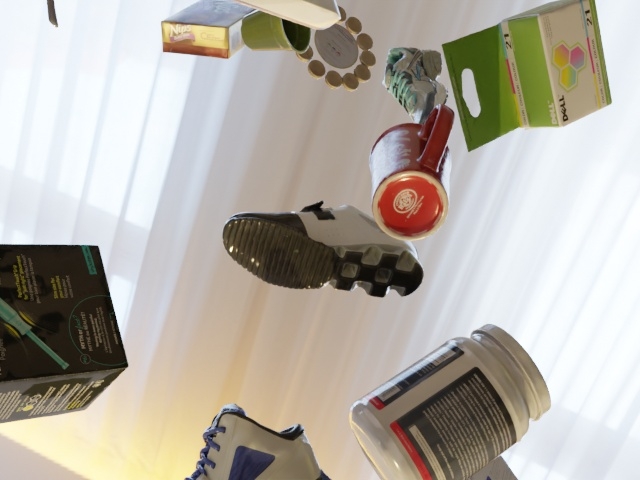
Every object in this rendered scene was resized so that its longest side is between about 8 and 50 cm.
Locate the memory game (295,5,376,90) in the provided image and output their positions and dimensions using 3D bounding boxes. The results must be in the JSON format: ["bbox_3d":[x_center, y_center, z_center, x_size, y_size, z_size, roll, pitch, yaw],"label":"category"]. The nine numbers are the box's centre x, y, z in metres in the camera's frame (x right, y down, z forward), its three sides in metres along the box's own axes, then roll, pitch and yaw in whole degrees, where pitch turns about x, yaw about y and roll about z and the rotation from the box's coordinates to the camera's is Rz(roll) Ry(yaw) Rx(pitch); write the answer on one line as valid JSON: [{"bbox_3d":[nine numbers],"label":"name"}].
[{"bbox_3d":[0.028,-0.375,1.433,0.186,0.186,0.012,9,161,-27],"label":"memory game"}]

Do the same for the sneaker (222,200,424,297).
[{"bbox_3d":[0.000,0.000,1.224,0.331,0.122,0.146,13,-143,-14],"label":"sneaker"}]

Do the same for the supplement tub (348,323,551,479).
[{"bbox_3d":[0.199,0.271,1.156,0.272,0.191,0.191,-30,-142,-13],"label":"supplement tub"}]

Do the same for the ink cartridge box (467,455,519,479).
[{"bbox_3d":[0.401,0.591,1.654,0.332,0.065,0.165,56,-144,-14],"label":"ink cartridge box"}]

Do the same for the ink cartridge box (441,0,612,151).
[{"bbox_3d":[0.338,-0.267,1.198,0.255,0.188,0.097,-26,-161,-27],"label":"ink cartridge box"}]

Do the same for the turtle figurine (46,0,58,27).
[{"bbox_3d":[-0.338,-0.490,0.984,0.266,0.198,0.274,42,-117,4],"label":"turtle figurine"}]

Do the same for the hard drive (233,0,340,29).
[{"bbox_3d":[-0.091,-0.424,0.891,0.210,0.040,0.318,-2,-108,-53],"label":"hard drive"}]

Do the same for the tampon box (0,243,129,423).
[{"bbox_3d":[-0.260,0.077,0.595,0.161,0.101,0.120,1,-122,-40],"label":"tampon box"}]

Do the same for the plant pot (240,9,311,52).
[{"bbox_3d":[-0.067,-0.299,1.043,0.079,0.083,0.083,-3,-173,29],"label":"plant pot"}]

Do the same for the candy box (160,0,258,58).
[{"bbox_3d":[-0.165,-0.340,1.174,0.109,0.053,0.186,9,-149,11],"label":"candy box"}]

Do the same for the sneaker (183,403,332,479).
[{"bbox_3d":[-0.141,0.324,0.992,0.315,0.182,0.127,-18,171,-16],"label":"sneaker"}]

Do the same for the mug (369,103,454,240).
[{"bbox_3d":[0.113,-0.090,0.942,0.113,0.150,0.169,1,-155,7],"label":"mug"}]

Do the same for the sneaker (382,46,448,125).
[{"bbox_3d":[0.188,-0.313,1.554,0.122,0.110,0.283,12,-140,-10],"label":"sneaker"}]
